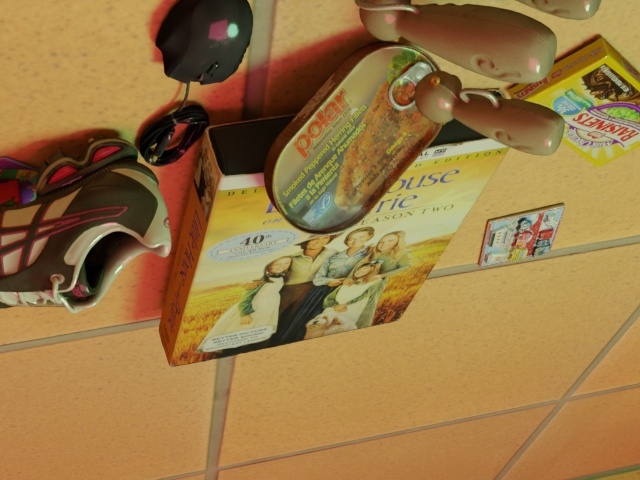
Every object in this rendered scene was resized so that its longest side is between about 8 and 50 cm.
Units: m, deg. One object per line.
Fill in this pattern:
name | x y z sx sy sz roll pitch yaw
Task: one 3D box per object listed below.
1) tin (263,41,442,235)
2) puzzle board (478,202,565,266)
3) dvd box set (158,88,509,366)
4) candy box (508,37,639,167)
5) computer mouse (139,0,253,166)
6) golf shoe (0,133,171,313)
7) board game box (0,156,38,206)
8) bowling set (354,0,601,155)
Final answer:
tin | 0.030 -0.091 1.007 0.189 0.040 0.106 -48 123 -1
puzzle board | 0.250 -0.003 1.434 0.096 0.011 0.128 -13 153 -5
dvd box set | 0.000 0.000 1.232 0.308 0.062 0.420 -10 154 -20
candy box | 0.284 -0.135 1.173 0.105 0.027 0.206 -26 152 29
computer mouse | -0.109 -0.125 0.968 0.071 0.041 0.242 -5 153 -22
golf shoe | -0.261 0.019 1.018 0.273 0.120 0.105 -33 153 4
board game box | -0.297 -0.020 1.082 0.133 0.033 0.169 -30 151 28
bowling set | 0.127 -0.210 0.859 0.154 0.200 0.287 21 161 24
